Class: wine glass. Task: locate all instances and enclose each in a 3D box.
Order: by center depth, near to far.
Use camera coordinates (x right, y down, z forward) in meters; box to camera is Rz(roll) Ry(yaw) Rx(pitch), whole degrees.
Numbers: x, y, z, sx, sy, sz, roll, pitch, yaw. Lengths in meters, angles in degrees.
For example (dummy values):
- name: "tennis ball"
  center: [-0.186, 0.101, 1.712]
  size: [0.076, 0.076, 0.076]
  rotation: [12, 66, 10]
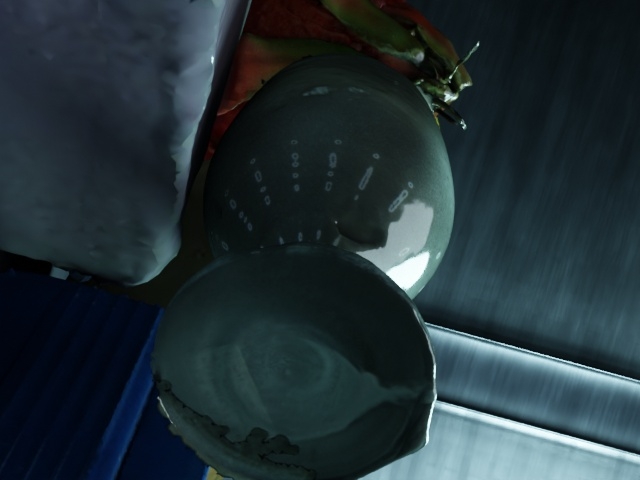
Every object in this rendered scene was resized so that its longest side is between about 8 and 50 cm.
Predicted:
- name: "wine glass"
  center: [0.000, 0.000, 0.699]
  size: [0.241, 0.126, 0.126]
  rotation: [-80, -174, -63]

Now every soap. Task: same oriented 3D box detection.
- name: "soap"
  center: [-0.064, -0.165, 0.661]
  size: [0.285, 0.107, 0.296]
  rotation: [109, -4, -61]

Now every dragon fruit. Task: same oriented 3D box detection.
- name: "dragon fruit"
  center: [-0.007, -0.145, 1.109]
  size: [0.233, 0.293, 0.234]
  rotation: [-7, 98, -59]

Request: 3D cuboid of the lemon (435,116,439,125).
- name: "lemon"
  center: [-0.026, -0.076, 1.435]
  size: [0.297, 0.297, 0.297]
  rotation: [-165, -90, -88]

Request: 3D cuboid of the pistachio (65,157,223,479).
- name: "pistachio"
  center: [-0.083, 0.061, 0.911]
  size: [0.260, 0.162, 0.213]
  rotation: [-42, -128, 48]

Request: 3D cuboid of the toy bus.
- name: "toy bus"
  center: [-0.134, 0.143, 0.704]
  size: [0.288, 0.138, 0.175]
  rotation: [-78, -175, -69]

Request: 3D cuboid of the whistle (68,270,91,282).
- name: "whistle"
  center: [-0.112, -0.054, 0.823]
  size: [0.090, 0.090, 0.158]
  rotation: [-111, -143, -87]
